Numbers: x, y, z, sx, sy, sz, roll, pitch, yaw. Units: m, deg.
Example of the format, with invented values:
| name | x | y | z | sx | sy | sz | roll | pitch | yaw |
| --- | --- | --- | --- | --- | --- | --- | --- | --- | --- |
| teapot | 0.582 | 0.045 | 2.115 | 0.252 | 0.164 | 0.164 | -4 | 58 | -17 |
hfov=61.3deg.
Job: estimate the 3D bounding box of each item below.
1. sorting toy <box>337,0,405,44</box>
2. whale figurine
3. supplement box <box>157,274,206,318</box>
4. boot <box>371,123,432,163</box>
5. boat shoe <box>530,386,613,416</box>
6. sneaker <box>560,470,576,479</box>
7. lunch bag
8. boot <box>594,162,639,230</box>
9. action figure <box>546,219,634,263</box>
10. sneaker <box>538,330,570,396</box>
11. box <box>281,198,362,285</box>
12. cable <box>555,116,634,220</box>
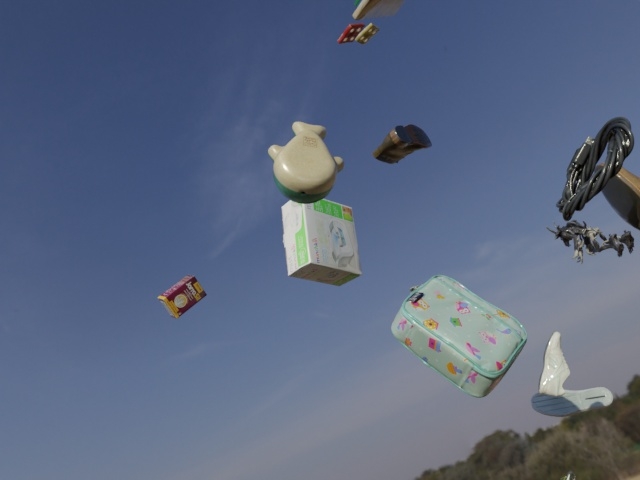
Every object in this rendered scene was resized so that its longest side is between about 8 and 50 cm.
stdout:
| name | x | y | z | sx | sy | sz | roll | pitch | yaw |
| --- | --- | --- | --- | --- | --- | --- | --- | --- | --- |
| sorting toy | 0.125 | -0.486 | 1.032 | 0.132 | 0.046 | 0.274 | -27 | -11 | -41 |
| whale figurine | -0.043 | -0.217 | 1.518 | 0.216 | 0.272 | 0.141 | 8 | -40 | -8 |
| supplement box | -0.296 | 0.120 | 1.155 | 0.083 | 0.055 | 0.043 | -40 | 20 | -27 |
| boot | 0.241 | -0.281 | 1.591 | 0.106 | 0.082 | 0.219 | -35 | -18 | 35 |
| boat shoe | 0.745 | 0.488 | 1.604 | 0.226 | 0.083 | 0.076 | -7 | -33 | 16 |
| sneaker | 0.694 | 0.680 | 1.525 | 0.031 | 0.035 | 0.084 | -12 | -63 | -22 |
| lunch bag | 0.318 | 0.203 | 1.247 | 0.224 | 0.279 | 0.108 | -31 | -32 | -40 |
| boot | 0.719 | -0.072 | 1.132 | 0.115 | 0.305 | 0.112 | -41 | -21 | -1 |
| action figure | 0.950 | 0.006 | 1.931 | 0.164 | 0.275 | 0.141 | -22 | -67 | -32 |
| sneaker | 0.553 | 0.290 | 1.267 | 0.061 | 0.152 | 0.053 | 9 | -10 | 22 |
| box | 0.000 | 0.000 | 1.814 | 0.231 | 0.262 | 0.126 | 16 | -34 | -38 |
| cable | 0.459 | -0.114 | 0.904 | 0.185 | 0.047 | 0.150 | -61 | 1 | -5 |
